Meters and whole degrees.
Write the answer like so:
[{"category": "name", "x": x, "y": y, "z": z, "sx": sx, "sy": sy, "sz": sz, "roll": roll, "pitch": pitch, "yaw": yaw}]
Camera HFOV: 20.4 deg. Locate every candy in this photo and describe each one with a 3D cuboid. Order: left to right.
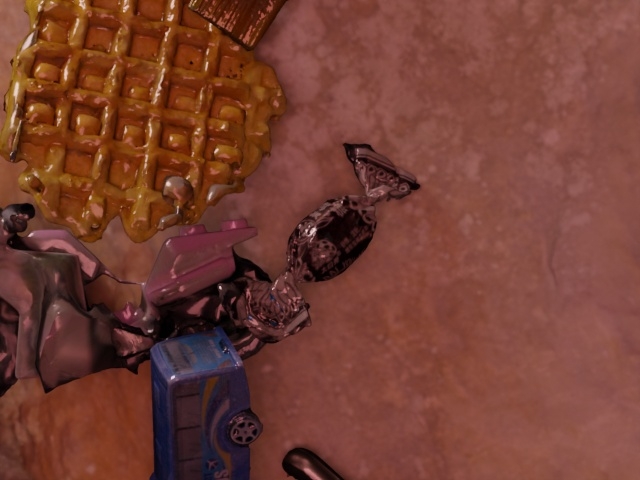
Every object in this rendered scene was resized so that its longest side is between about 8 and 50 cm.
[{"category": "candy", "x": 0.000, "y": 0.000, "z": 1.586, "sx": 0.226, "sy": 0.051, "sz": 0.094, "roll": -45, "pitch": 107, "yaw": -23}]

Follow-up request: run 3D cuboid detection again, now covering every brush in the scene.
[{"category": "brush", "x": 0.005, "y": -0.324, "z": 1.589, "sx": 0.085, "sy": 0.020, "sz": 0.337, "roll": 35, "pitch": 84, "yaw": -8}]

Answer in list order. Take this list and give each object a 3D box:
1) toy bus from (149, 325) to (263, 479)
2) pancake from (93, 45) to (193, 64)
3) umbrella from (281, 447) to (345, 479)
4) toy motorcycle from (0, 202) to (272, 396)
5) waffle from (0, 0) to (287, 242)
[{"category": "toy bus", "x": -0.104, "y": 0.193, "z": 1.574, "sx": 0.094, "sy": 0.079, "sz": 0.237, "roll": -5, "pitch": 119, "yaw": -13}, {"category": "pancake", "x": -0.171, "y": -0.145, "z": 1.633, "sx": 0.116, "sy": 0.022, "sz": 0.129, "roll": -36, "pitch": 96, "yaw": 4}, {"category": "umbrella", "x": 0.062, "y": 0.279, "z": 1.624, "sx": 0.248, "sy": 0.071, "sz": 0.071, "roll": 40, "pitch": 94, "yaw": -1}, {"category": "toy motorcycle", "x": -0.205, "y": 0.036, "z": 1.586, "sx": 0.326, "sy": 0.143, "sz": 0.188, "roll": -9, "pitch": 93, "yaw": -5}, {"category": "waffle", "x": -0.166, "y": -0.133, "z": 1.564, "sx": 0.280, "sy": 0.060, "sz": 0.262, "roll": -33, "pitch": 83, "yaw": -26}]
